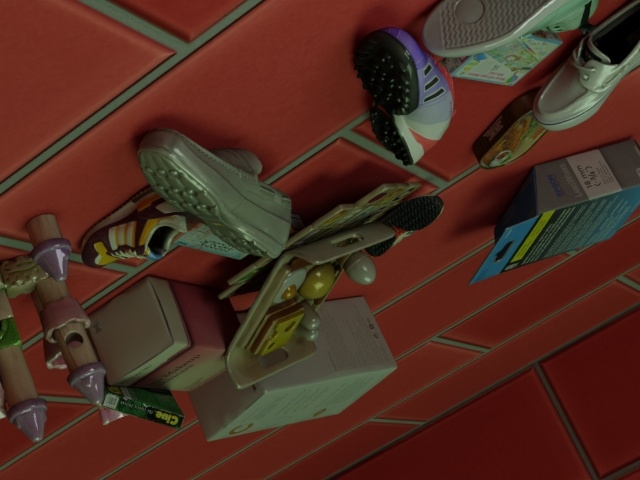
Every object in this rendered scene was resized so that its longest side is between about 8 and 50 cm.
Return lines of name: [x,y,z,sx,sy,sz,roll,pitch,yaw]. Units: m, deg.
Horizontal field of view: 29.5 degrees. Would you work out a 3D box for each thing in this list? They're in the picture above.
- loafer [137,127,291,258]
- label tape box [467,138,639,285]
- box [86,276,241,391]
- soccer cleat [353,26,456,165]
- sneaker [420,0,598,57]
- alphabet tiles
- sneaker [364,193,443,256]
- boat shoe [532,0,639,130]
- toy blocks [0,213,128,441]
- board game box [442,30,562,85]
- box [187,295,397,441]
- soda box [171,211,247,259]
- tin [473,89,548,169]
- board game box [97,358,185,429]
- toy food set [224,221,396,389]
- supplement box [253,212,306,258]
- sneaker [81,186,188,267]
loafer: [-0.134,-0.079,1.630,0.112,0.111,0.319,11,163,29]
label tape box: [0.431,-0.053,2.283,0.334,0.106,0.240,-16,156,-20]
box: [-0.249,0.160,2.010,0.149,0.126,0.232,-33,158,20]
soccer cleat: [0.123,-0.210,1.614,0.116,0.108,0.318,-42,160,-8]
sneaker: [0.256,-0.283,1.573,0.256,0.094,0.151,-25,162,2]
alphabet tiles: [0.000,0.000,1.982,0.342,0.011,0.285,-34,170,21]
sneaker: [0.143,-0.036,2.075,0.161,0.057,0.075,-36,-172,23]
boat shoe: [0.412,-0.265,1.786,0.267,0.096,0.088,-36,152,24]
toy blocks: [-0.432,0.154,1.613,0.289,0.260,0.309,-16,157,-22]
board game box: [0.257,-0.264,1.708,0.154,0.026,0.103,0,148,-47]
box: [-0.062,0.246,2.359,0.345,0.168,0.215,-5,151,-43]
soda box: [-0.156,-0.022,1.774,0.058,0.063,0.183,-33,157,21]
tin: [0.321,-0.180,1.964,0.106,0.040,0.189,-5,152,-33]
board game box: [-0.310,0.250,2.016,0.136,0.030,0.260,22,-179,-16]
toy food set: [-0.014,0.109,1.997,0.220,0.092,0.306,-20,148,-50]
supplement box: [-0.068,-0.007,1.931,0.083,0.043,0.055,-34,160,20]
sneaker: [-0.261,0.002,1.686,0.185,0.084,0.070,-38,155,29]
